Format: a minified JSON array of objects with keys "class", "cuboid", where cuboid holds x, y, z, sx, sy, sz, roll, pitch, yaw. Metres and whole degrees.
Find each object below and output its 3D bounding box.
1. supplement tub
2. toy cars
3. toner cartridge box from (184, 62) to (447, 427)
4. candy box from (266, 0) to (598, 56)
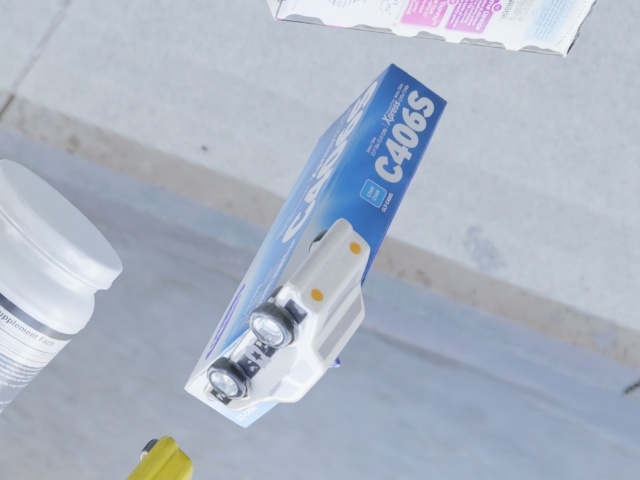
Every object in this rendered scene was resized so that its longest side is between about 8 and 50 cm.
[{"class":"supplement tub","cuboid":[-0.356,0.070,1.413,0.272,0.191,0.191,-46,110,4]},{"class":"toy cars","cuboid":[-0.075,0.152,1.040,0.087,0.176,0.394,39,101,0]},{"class":"toner cartridge box","cuboid":[0.000,0.000,1.325,0.075,0.348,0.165,34,143,-9]},{"class":"candy box","cuboid":[0.063,-0.213,0.967,0.233,0.159,0.071,3,134,-24]}]
